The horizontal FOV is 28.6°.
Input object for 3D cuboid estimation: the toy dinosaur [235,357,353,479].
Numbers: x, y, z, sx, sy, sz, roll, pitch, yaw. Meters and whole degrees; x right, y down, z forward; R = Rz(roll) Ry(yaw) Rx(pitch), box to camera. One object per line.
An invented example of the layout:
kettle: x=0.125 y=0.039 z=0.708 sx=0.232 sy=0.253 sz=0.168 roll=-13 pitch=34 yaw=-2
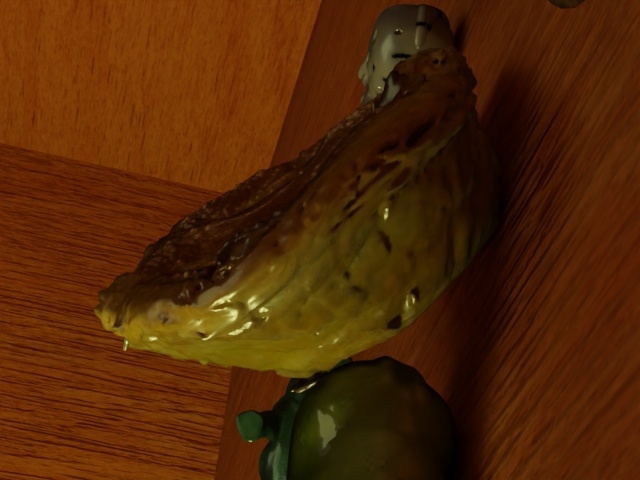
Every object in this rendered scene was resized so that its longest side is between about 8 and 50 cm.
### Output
toy dinosaur: x=-0.023 y=0.260 z=1.375 sx=0.331 sy=0.129 sz=0.384 roll=78 pitch=-158 yaw=-81

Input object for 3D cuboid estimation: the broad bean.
broad bean: x=0.024 y=0.224 z=0.887 sx=0.238 sy=0.119 sz=0.291 roll=146 pitch=135 yaw=-79

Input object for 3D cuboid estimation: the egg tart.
egg tart: x=0.000 y=0.000 z=0.926 sx=0.339 sy=0.153 sz=0.351 roll=-33 pitch=6 yaw=6

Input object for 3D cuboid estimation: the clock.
clock: x=0.079 y=-0.147 z=1.245 sx=0.176 sy=0.080 sz=0.117 roll=111 pitch=170 yaw=-53

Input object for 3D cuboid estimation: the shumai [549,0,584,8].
shumai: x=0.102 y=-0.177 z=0.413 sx=0.314 sy=0.267 sz=0.262 roll=-93 pitch=11 yaw=-49
